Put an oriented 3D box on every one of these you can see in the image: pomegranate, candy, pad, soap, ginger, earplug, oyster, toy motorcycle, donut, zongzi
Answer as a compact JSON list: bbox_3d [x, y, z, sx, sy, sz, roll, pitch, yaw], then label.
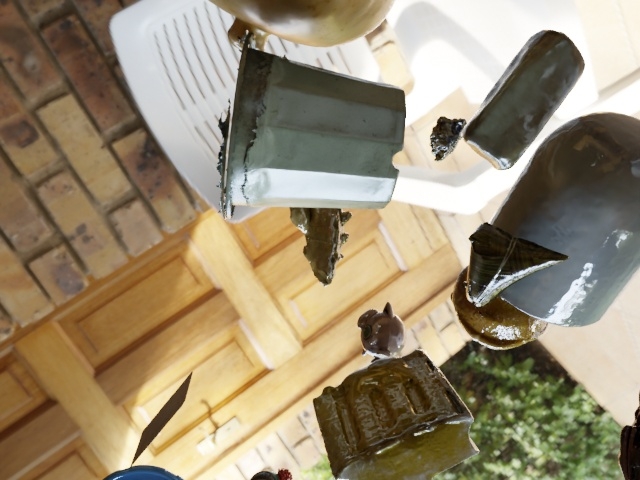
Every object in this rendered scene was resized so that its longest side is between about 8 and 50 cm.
[{"bbox_3d":[-0.044,-0.484,1.090,0.411,0.411,0.411,50,164,19],"label":"pomegranate"},{"bbox_3d":[0.336,-0.236,1.119,0.104,0.234,0.102,36,-173,-10],"label":"candy"},{"bbox_3d":[-0.271,0.303,1.152,0.003,0.157,0.112,37,-168,-13],"label":"pad"},{"bbox_3d":[0.132,0.338,1.247,0.143,0.259,0.281,64,180,-14],"label":"soap"},{"bbox_3d":[0.009,-0.011,1.416,0.081,0.115,0.205,9,124,48],"label":"ginger"},{"bbox_3d":[0.531,-0.060,1.355,0.312,0.312,0.394,47,141,28],"label":"earplug"},{"bbox_3d":[0.377,-0.298,2.012,0.051,0.103,0.148,-88,5,-52],"label":"oyster"},{"bbox_3d":[0.606,0.442,1.194,0.134,0.207,0.401,-3,86,38],"label":"toy motorcycle"},{"bbox_3d":[0.410,0.138,1.530,0.226,0.226,0.114,44,147,37],"label":"donut"},{"bbox_3d":[0.372,0.075,1.302,0.184,0.084,0.187,19,132,26],"label":"zongzi"}]

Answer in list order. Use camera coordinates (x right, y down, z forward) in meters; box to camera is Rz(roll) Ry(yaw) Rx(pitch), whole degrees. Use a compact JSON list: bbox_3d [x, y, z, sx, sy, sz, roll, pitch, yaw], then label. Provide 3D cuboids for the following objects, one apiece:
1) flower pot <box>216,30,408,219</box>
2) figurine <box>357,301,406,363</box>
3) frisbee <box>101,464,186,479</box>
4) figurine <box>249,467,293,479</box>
[{"bbox_3d":[-0.015,-0.154,1.014,0.290,0.259,0.290,-174,90,-85],"label":"flower pot"},{"bbox_3d":[0.151,0.233,1.662,0.125,0.125,0.138,90,-178,-66],"label":"figurine"},{"bbox_3d":[-0.333,0.541,1.287,0.242,0.242,0.045,57,-175,-5],"label":"frisbee"},{"bbox_3d":[-0.163,0.758,1.896,0.245,0.138,0.110,-69,-35,-55],"label":"figurine"}]
